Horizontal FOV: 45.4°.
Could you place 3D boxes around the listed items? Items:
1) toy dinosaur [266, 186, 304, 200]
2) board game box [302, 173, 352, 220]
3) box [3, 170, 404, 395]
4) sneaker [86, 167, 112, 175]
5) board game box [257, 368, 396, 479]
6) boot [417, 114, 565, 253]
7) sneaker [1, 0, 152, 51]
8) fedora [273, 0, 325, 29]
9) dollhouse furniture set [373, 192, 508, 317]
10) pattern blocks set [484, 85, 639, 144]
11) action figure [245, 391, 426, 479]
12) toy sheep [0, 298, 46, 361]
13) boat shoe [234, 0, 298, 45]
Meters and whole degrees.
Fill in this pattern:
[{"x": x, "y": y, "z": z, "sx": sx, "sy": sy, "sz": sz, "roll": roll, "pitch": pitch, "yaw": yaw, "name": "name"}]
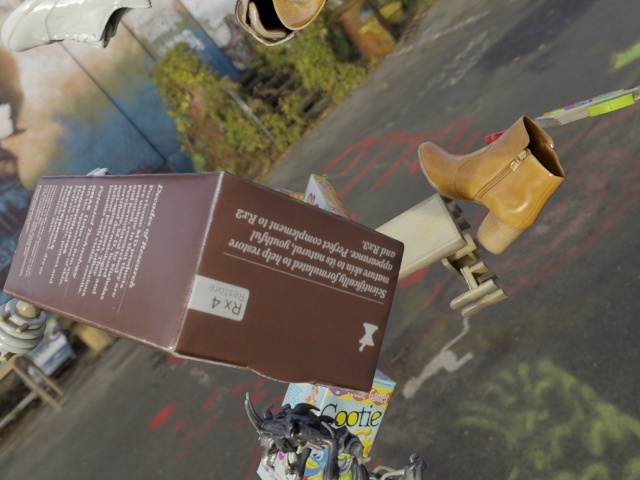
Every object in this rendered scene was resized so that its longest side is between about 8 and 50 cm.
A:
[{"x": -0.107, "y": -0.078, "z": 1.408, "sx": 0.211, "sy": 0.064, "sz": 0.112, "roll": -6, "pitch": -3, "yaw": -26, "name": "toy dinosaur"}, {"x": 0.000, "y": 0.000, "z": 1.067, "sx": 0.259, "sy": 0.039, "sz": 0.124, "roll": -110, "pitch": 36, "yaw": -65, "name": "board game box"}, {"x": -0.130, "y": 0.028, "z": 0.705, "sx": 0.381, "sy": 0.191, "sz": 0.143, "roll": 8, "pitch": 80, "yaw": 51, "name": "box"}, {"x": -0.314, "y": -0.021, "z": 1.109, "sx": 0.094, "sy": 0.153, "sz": 0.235, "roll": -32, "pitch": 15, "yaw": -25, "name": "sneaker"}, {"x": 0.009, "y": 0.359, "z": 1.461, "sx": 0.144, "sy": 0.142, "sz": 0.275, "roll": 28, "pitch": 99, "yaw": 62, "name": "board game box"}, {"x": 0.303, "y": -0.143, "z": 1.357, "sx": 0.104, "sy": 0.295, "sz": 0.211, "roll": -2, "pitch": -43, "yaw": -34, "name": "boot"}, {"x": -0.310, "y": -0.278, "z": 0.971, "sx": 0.212, "sy": 0.094, "sz": 0.080, "roll": -25, "pitch": 12, "yaw": 21, "name": "sneaker"}, {"x": -0.048, "y": -0.310, "z": 0.772, "sx": 0.079, "sy": 0.194, "sz": 0.194, "roll": -8, "pitch": 3, "yaw": -22, "name": "fedora"}, {"x": 0.205, "y": 0.030, "z": 1.420, "sx": 0.161, "sy": 0.212, "sz": 0.242, "roll": -31, "pitch": -28, "yaw": 15, "name": "dollhouse furniture set"}, {"x": 0.502, "y": -0.251, "z": 1.453, "sx": 0.325, "sy": 0.026, "sz": 0.285, "roll": -19, "pitch": 6, "yaw": -10, "name": "pattern blocks set"}, {"x": 0.008, "y": 0.309, "z": 1.043, "sx": 0.164, "sy": 0.276, "sz": 0.141, "roll": 132, "pitch": 160, "yaw": -80, "name": "action figure"}, {"x": -0.471, "y": 0.139, "z": 1.184, "sx": 0.132, "sy": 0.091, "sz": 0.091, "roll": -52, "pitch": 10, "yaw": 21, "name": "toy sheep"}, {"x": -0.070, "y": -0.348, "z": 1.110, "sx": 0.116, "sy": 0.123, "sz": 0.324, "roll": -59, "pitch": 17, "yaw": -11, "name": "boat shoe"}]
